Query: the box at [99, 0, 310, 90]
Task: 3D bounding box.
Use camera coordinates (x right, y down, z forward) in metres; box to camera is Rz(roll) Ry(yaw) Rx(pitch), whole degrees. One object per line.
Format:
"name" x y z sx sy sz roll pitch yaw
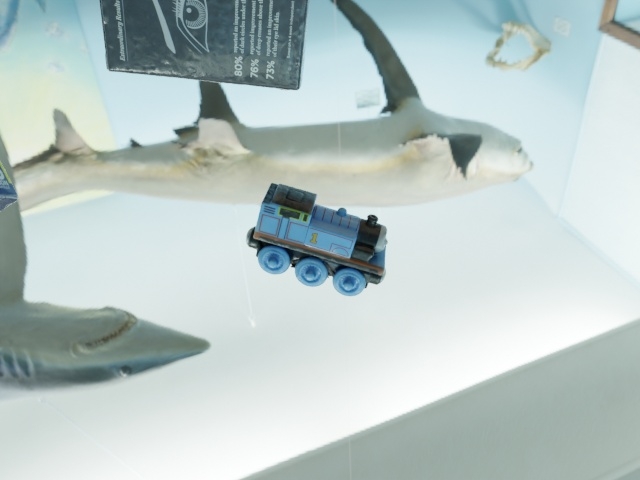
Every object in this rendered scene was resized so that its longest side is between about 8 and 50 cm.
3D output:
"box" -0.113 -0.254 0.650 0.207 0.153 0.108 6 -140 -4

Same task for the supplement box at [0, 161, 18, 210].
"supplement box" -0.649 -0.171 0.924 0.195 0.356 0.194 -30 177 10

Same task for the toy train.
"toy train" 0.000 0.000 0.795 0.184 0.105 0.080 16 -149 0
